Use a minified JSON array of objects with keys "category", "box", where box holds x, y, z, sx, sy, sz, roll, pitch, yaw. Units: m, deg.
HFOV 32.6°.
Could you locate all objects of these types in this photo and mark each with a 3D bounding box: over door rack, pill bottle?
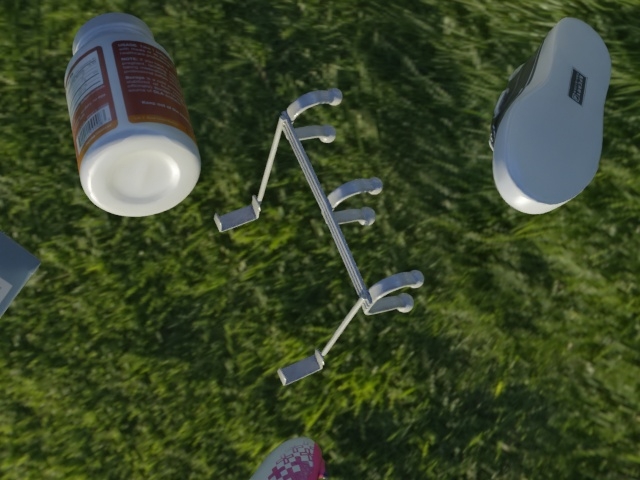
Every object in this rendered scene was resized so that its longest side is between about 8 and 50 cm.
[{"category":"over door rack","box":[0.000,0.000,1.259,0.239,0.108,0.324,67,152,14]},{"category":"pill bottle","box":[-0.202,-0.138,1.144,0.121,0.121,0.216,-40,46,23]}]

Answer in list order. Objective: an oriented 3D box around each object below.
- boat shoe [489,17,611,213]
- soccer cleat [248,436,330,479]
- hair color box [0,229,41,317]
[{"category":"boat shoe","box":[0.225,-0.119,1.143,0.108,0.301,0.102,35,136,-12]},{"category":"soccer cleat","box":[-0.098,0.284,0.921,0.143,0.331,0.116,25,137,1]},{"category":"hair color box","box":[-0.538,0.023,1.399,0.374,0.113,0.185,22,73,42]}]
